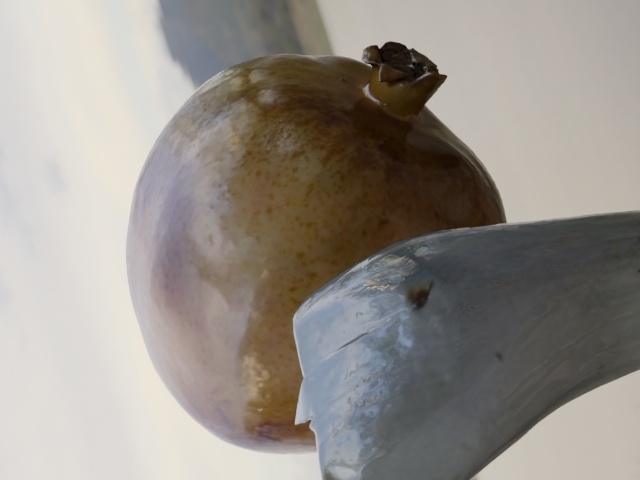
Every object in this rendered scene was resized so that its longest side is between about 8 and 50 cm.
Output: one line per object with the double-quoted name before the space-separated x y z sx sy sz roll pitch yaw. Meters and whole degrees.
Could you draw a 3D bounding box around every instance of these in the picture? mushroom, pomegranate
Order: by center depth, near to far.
"mushroom" 0.135 0.048 1.055 0.122 0.328 0.159 60 -172 -72
"pomegranate" 0.000 0.000 1.381 0.319 0.319 0.319 -18 -90 -87
